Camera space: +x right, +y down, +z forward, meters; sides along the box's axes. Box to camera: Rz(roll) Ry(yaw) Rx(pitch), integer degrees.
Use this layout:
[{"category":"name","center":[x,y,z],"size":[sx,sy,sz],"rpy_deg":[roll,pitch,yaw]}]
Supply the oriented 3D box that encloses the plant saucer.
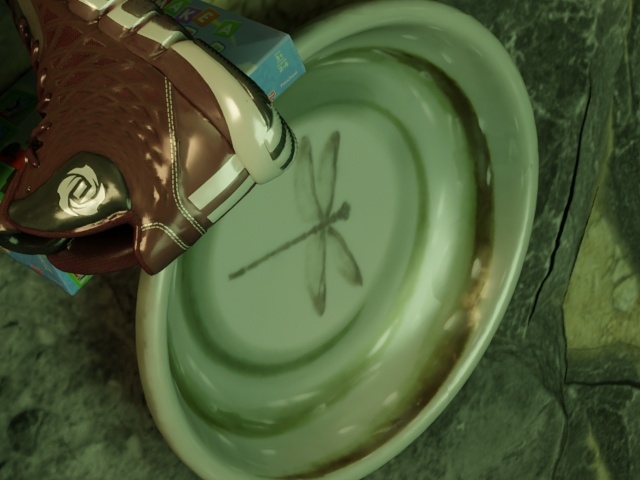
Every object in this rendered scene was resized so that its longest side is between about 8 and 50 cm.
[{"category":"plant saucer","center":[0.000,0.000,1.388],"size":[0.400,0.100,0.400],"rpy_deg":[-22,124,-37]}]

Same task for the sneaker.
[{"category":"sneaker","center":[-0.158,-0.081,1.062],"size":[0.162,0.281,0.106],"rpy_deg":[-48,149,-4]}]

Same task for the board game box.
[{"category":"board game box","center":[-0.137,-0.074,1.165],"size":[0.211,0.160,0.039],"rpy_deg":[-45,135,-20]}]
